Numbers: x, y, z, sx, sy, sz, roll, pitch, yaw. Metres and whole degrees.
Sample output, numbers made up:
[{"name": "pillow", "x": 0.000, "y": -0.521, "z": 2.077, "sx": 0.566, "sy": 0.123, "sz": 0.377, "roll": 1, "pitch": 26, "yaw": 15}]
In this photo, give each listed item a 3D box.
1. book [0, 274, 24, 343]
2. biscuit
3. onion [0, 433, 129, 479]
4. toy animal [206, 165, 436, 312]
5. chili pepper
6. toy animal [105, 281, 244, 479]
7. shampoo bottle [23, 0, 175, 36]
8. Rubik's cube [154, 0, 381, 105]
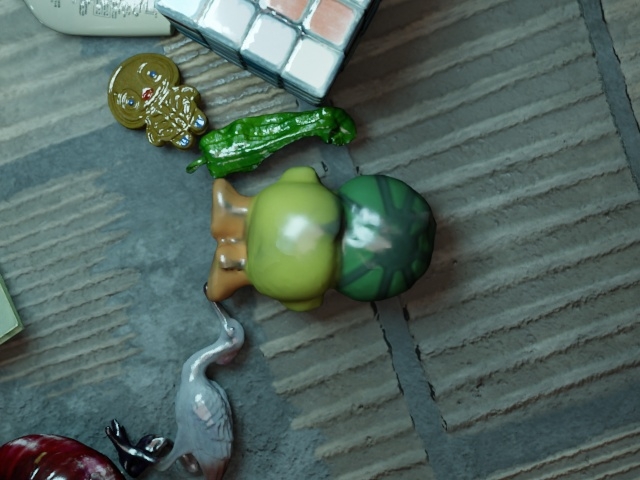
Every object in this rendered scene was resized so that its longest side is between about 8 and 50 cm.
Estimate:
[{"name": "book", "x": -0.602, "y": 0.125, "z": 1.381, "sx": 0.282, "sy": 0.025, "sz": 0.215, "roll": -36, "pitch": 66, "yaw": 4}, {"name": "biscuit", "x": -0.245, "y": -0.209, "z": 1.364, "sx": 0.175, "sy": 0.026, "sz": 0.124, "roll": 39, "pitch": 94, "yaw": 15}, {"name": "onion", "x": -0.374, "y": 0.430, "z": 1.348, "sx": 0.313, "sy": 0.232, "sz": 0.314, "roll": 10, "pitch": 107, "yaw": 34}, {"name": "toy animal", "x": 0.001, "y": 0.000, "z": 1.321, "sx": 0.338, "sy": 0.191, "sz": 0.216, "roll": 0, "pitch": 95, "yaw": 0}, {"name": "chili pepper", "x": -0.076, "y": -0.150, "z": 1.358, "sx": 0.256, "sy": 0.100, "sz": 0.074, "roll": -18, "pitch": 136, "yaw": 7}, {"name": "toy animal", "x": -0.186, "y": 0.252, "z": 1.395, "sx": 0.195, "sy": 0.090, "sz": 0.324, "roll": 35, "pitch": 96, "yaw": -2}, {"name": "shampoo bottle", "x": -0.340, "y": -0.364, "z": 1.349, "sx": 0.256, "sy": 0.078, "sz": 0.127, "roll": 10, "pitch": 100, "yaw": -3}, {"name": "Rubik's cube", "x": -0.048, "y": -0.354, "z": 1.259, "sx": 0.259, "sy": 0.256, "sz": 0.253, "roll": 30, "pitch": 94, "yaw": -2}]
